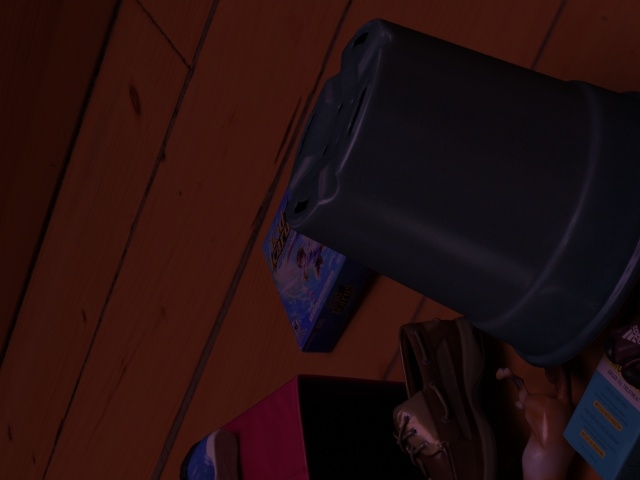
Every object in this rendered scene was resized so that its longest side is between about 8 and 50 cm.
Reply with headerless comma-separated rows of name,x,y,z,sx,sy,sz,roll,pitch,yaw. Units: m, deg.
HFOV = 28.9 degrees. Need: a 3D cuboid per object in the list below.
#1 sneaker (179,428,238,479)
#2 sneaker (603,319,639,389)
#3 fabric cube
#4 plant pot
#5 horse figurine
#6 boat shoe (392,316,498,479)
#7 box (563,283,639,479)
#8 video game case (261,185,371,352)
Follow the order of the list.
sneaker,-0.153,0.337,1.679,0.084,0.058,0.152,-32,51,46
sneaker,0.354,0.079,1.180,0.281,0.162,0.106,77,-171,-50
fabric cube,0.024,0.349,1.684,0.258,0.254,0.259,-39,51,48
plant pot,0.159,-0.073,1.407,0.341,0.334,0.341,-158,90,-77
horse figurine,0.265,0.253,1.496,0.174,0.066,0.263,-162,80,-66
boat shoe,0.149,0.238,1.575,0.122,0.120,0.324,103,169,-48
box,0.364,0.146,1.364,0.100,0.060,0.244,50,124,52
video game case,0.000,0.000,1.979,0.244,0.061,0.269,-112,36,-43
